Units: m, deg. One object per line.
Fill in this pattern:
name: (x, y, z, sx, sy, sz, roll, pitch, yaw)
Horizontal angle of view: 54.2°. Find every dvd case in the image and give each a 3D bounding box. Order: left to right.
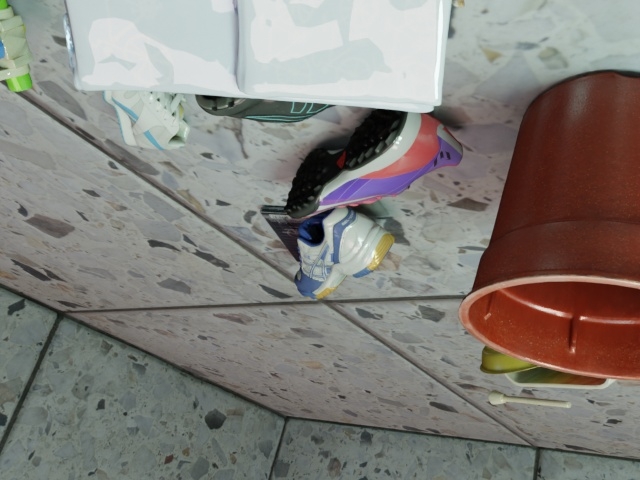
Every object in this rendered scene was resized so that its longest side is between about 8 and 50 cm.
dvd case: (0.000, 0.000, 1.202, 0.165, 0.018, 0.221, 3, 152, 23)

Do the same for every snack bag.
snack bag: (-0.064, -0.256, 0.471, 0.343, 0.037, 0.322, 6, 125, 7)

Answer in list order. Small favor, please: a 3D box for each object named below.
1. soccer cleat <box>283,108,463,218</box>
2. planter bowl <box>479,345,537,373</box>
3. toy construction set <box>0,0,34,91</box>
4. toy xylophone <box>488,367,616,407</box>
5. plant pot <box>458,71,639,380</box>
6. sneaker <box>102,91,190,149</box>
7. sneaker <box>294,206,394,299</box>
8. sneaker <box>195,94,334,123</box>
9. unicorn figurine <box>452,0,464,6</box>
soccer cleat: (0.058, -0.089, 0.884, 0.117, 0.108, 0.318, 23, 152, -25)
planter bowl: (0.390, 0.169, 1.188, 0.217, 0.090, 0.217, -22, 178, -1)
toy construction set: (-0.497, -0.244, 0.755, 0.328, 0.215, 0.151, 20, 130, 7)
toy xylophone: (0.460, 0.235, 1.201, 0.236, 0.081, 0.323, -21, 179, -35)
plant pot: (0.307, -0.018, 0.683, 0.273, 0.264, 0.272, 13, 155, 6)
sneaker: (-0.236, -0.199, 0.859, 0.092, 0.087, 0.228, 9, 162, -1)
sneaker: (0.010, 0.012, 1.111, 0.131, 0.111, 0.296, 39, 148, -9)
sneaker: (-0.019, -0.196, 0.743, 0.268, 0.101, 0.106, 0, 173, 30)
unicorn figurine: (0.127, -0.249, 0.520, 0.162, 0.111, 0.060, -4, 142, 8)
